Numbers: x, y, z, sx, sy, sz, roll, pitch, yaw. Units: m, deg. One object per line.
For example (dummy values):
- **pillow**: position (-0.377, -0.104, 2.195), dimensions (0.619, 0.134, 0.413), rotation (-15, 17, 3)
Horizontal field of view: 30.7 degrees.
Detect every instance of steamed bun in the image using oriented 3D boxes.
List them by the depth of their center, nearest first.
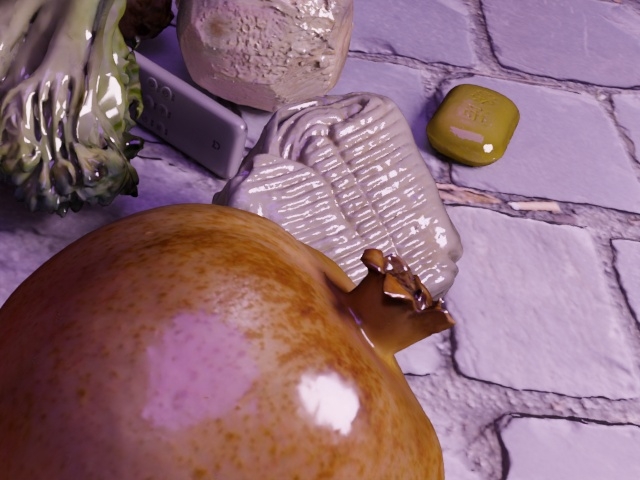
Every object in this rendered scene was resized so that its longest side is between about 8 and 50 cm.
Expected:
- **steamed bun**: position (-0.002, 0.001, 0.976), dimensions (0.211, 0.144, 0.218), rotation (-28, 85, -32)

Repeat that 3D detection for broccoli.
- **broccoli**: position (-0.248, -0.171, 1.014), dimensions (0.288, 0.245, 0.248), rotation (33, 36, 13)

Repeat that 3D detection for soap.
- **soap**: position (0.168, -0.130, 1.273), dimensions (0.089, 0.045, 0.140), rotation (19, 37, 11)

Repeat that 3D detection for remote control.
- **remote control**: position (-0.179, -0.148, 1.155), dimensions (0.261, 0.067, 0.029), rotation (34, 37, 22)

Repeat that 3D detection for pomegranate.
- **pomegranate**: position (-0.064, 0.120, 0.657), dimensions (0.319, 0.319, 0.319), rotation (10, 38, -8)

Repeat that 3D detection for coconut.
- **coconut**: position (-0.064, -0.230, 1.210), dimensions (0.194, 0.194, 0.194), rotation (10, 38, -8)

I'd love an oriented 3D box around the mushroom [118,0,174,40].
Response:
- **mushroom**: position (-0.311, -0.315, 1.230), dimensions (0.267, 0.267, 0.254), rotation (-16, 78, -34)
